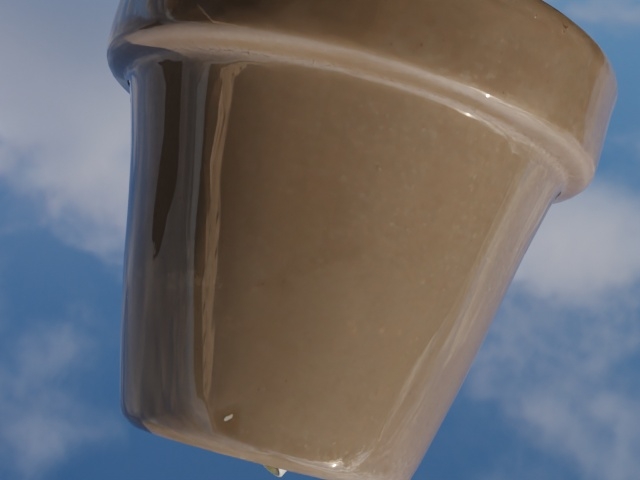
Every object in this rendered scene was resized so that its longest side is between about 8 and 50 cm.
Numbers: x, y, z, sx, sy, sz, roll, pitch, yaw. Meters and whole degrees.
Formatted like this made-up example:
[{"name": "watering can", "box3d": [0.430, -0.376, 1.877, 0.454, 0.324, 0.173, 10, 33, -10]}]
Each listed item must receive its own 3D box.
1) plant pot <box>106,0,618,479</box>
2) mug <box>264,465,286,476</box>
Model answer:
[{"name": "plant pot", "box3d": [0.000, 0.000, 0.577, 0.263, 0.263, 0.229, 15, -98, -9]}, {"name": "mug", "box3d": [-0.024, 0.112, 0.740, 0.064, 0.078, 0.062, -38, -91, -19]}]
